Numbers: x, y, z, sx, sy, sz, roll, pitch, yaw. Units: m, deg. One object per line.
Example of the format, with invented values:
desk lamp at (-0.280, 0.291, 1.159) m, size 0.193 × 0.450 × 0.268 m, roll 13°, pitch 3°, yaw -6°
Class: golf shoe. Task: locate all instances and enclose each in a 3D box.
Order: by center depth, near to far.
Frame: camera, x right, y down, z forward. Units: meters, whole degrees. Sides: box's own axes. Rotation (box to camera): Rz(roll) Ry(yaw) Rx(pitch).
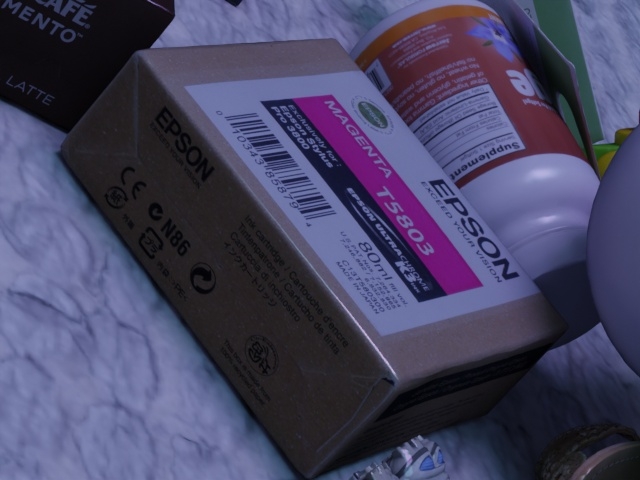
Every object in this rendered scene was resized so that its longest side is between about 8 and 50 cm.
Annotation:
golf shoe at (0.033, 0.151, 0.947) m, size 0.086 × 0.069 × 0.176 m, roll 56°, pitch 27°, yaw 8°

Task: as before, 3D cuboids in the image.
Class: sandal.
sandal at (0.163, 0.144, 1.136) m, size 0.079 × 0.088 × 0.240 m, roll 22°, pitch 8°, yaw 34°

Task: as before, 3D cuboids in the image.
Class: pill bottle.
pill bottle at (0.103, -0.040, 1.234) m, size 0.121 × 0.121 × 0.216 m, roll 12°, pitch 42°, yaw -43°

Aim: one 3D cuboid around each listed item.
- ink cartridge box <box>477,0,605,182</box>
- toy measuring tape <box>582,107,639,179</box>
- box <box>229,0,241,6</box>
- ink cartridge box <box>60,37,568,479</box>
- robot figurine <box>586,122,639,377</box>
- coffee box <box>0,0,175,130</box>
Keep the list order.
ink cartridge box at (0.155, -0.120, 1.336) m, size 0.235 × 0.056 × 0.171 m, roll 55°, pitch -11°, yaw 50°
toy measuring tape at (0.306, -0.054, 1.498) m, size 0.330 × 0.121 × 0.121 m, roll -8°, pitch 56°, yaw -54°
box at (-0.037, -0.205, 1.323) m, size 0.018 × 0.083 × 0.067 m, roll 32°, pitch 31°, yaw -20°
ink cartridge box at (0.000, 0.000, 1.091) m, size 0.234 × 0.088 × 0.193 m, roll 51°, pitch 31°, yaw 17°
robot figurine at (0.282, 0.021, 1.139) m, size 0.353 × 0.200 × 0.300 m, roll 24°, pitch 71°, yaw -53°
coffee box at (-0.166, -0.193, 1.132) m, size 0.141 × 0.098 × 0.246 m, roll 26°, pitch 33°, yaw -26°
